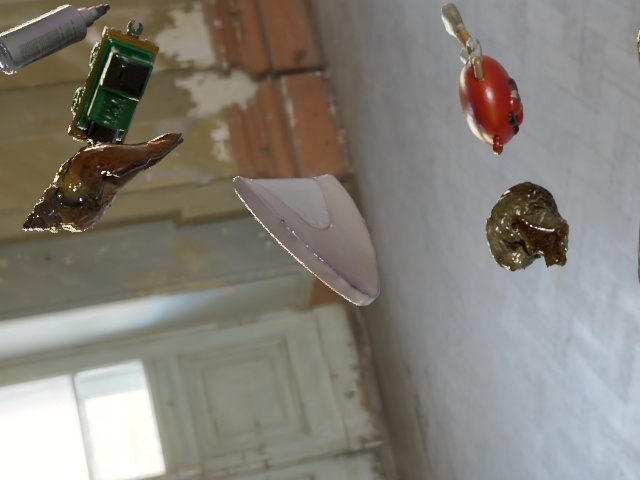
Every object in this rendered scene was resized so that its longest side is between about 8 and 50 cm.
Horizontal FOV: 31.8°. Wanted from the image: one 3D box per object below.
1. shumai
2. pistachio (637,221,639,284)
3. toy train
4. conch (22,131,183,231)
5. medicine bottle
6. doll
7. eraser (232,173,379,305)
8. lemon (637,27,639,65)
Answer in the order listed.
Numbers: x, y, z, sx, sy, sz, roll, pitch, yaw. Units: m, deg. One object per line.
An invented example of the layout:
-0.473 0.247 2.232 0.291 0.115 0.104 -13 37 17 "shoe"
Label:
0.329 -0.025 1.744 0.105 0.123 0.139 -18 38 41 "shumai"
0.490 -0.026 1.450 0.163 0.260 0.213 40 165 -5 "pistachio"
-0.319 -0.229 1.737 0.227 0.091 0.136 -66 23 14 "toy train"
-0.276 -0.082 1.407 0.080 0.232 0.086 42 165 2 "conch"
-0.383 -0.304 1.628 0.058 0.199 0.057 29 137 30 "medicine bottle"
0.238 -0.225 1.628 0.183 0.085 0.217 53 -160 -52 "doll"
-0.001 0.001 1.621 0.059 0.204 0.243 -50 61 32 "eraser"
0.487 -0.249 1.344 0.204 0.260 0.204 32 148 23 "lemon"
